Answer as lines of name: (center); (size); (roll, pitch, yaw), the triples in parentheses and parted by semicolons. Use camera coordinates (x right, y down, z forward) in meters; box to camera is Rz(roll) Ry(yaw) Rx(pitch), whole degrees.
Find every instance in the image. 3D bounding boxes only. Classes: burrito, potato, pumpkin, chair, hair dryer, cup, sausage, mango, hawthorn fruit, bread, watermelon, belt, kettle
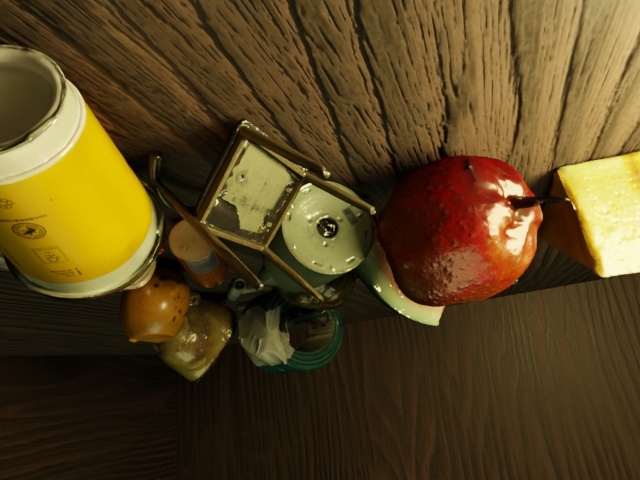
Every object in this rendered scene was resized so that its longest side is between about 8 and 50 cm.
burrito: (-0.466, 0.189, 1.356); (0.149, 0.041, 0.055); (12, 140, -39)
potato: (-0.466, 0.305, 1.437); (0.237, 0.301, 0.288); (39, 166, -25)
pumpkin: (-0.015, 0.084, 1.063); (0.219, 0.162, 0.219); (13, 150, 7)
chair: (-0.092, -0.060, 0.580); (0.272, 0.166, 0.188); (32, -177, 29)
hair dryer: (-0.211, 0.156, 1.379); (0.183, 0.044, 0.155); (-6, 164, -21)
cup: (-0.295, -0.057, 0.462); (0.196, 0.196, 0.280); (-5, 153, -9)
sausage: (-0.257, 0.045, 0.920); (0.093, 0.093, 0.312); (-5, 162, -8)
mango: (-0.419, 0.170, 1.074); (0.159, 0.191, 0.290); (3, 156, -12)
hawthorn fruit: (0.244, -0.017, 0.666); (0.254, 0.254, 0.300); (6, 170, -36)
bread: (0.615, -0.016, 0.876); (0.233, 0.245, 0.362); (-13, 158, 13)
watermelon: (0.207, 0.057, 0.957); (0.250, 0.283, 0.293); (-24, 155, -51)
belt: (-0.091, 0.321, 1.495); (0.173, 0.300, 0.436); (-22, 162, 37)
kettle: (0.000, 0.000, 0.808); (0.240, 0.165, 0.255); (-32, 173, -24)

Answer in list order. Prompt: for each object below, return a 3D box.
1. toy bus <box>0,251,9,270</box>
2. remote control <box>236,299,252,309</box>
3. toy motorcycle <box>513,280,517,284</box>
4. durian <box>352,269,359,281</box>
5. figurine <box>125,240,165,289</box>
toy bus: (-0.556, -0.002, 0.680); (0.057, 0.072, 0.172); (-3, 161, -2)
remote control: (-0.240, 0.252, 1.677); (0.245, 0.022, 0.077); (-18, 158, 29)
toy motorcycle: (0.572, 0.127, 1.470); (0.275, 0.127, 0.205); (-10, 159, 17)
durian: (0.080, 0.078, 1.166); (0.140, 0.110, 0.071); (-8, 138, -5)
figurine: (-0.354, 0.020, 0.781); (0.185, 0.127, 0.234); (-23, 153, -4)
